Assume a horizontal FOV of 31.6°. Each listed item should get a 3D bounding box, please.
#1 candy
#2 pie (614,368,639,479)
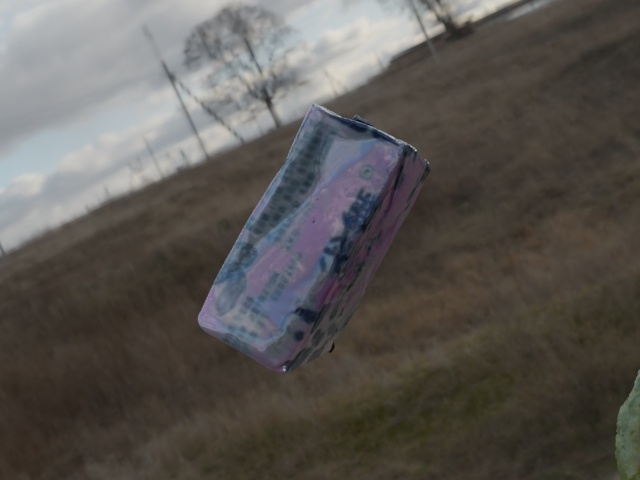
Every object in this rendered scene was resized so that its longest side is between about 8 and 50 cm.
[{"bbox_3d":[0.000,0.000,0.707,0.160,0.073,0.092,-61,-15,8],"label":"candy"},{"bbox_3d":[0.318,0.145,0.772,0.248,0.201,0.090,7,11,-8],"label":"pie"}]
